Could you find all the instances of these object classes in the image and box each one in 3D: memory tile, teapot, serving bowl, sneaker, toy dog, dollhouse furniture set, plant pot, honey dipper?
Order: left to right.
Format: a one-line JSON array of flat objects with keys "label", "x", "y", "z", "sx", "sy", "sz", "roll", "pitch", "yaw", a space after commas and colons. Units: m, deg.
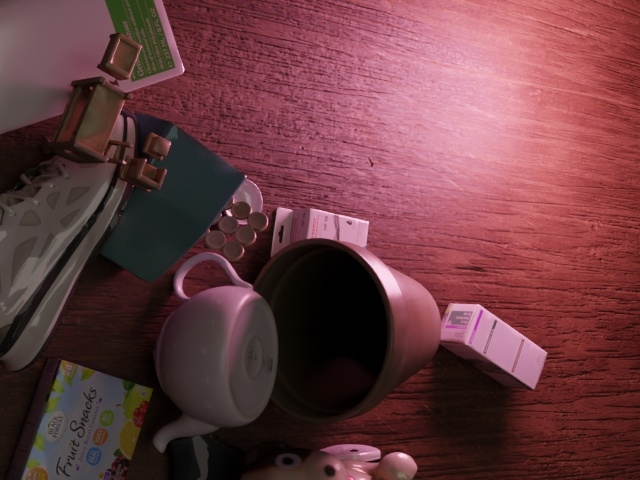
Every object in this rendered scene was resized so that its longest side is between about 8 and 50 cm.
[{"label": "sneaker", "x": -0.459, "y": -0.050, "z": 1.548, "sx": 0.257, "sy": 0.169, "sz": 0.448, "roll": 32, "pitch": 74, "yaw": -32}, {"label": "honey dipper", "x": -0.381, "y": -0.159, "z": 1.702, "sx": 0.160, "sy": 0.030, "sz": 0.031, "roll": -6, "pitch": 92, "yaw": -39}, {"label": "dollhouse furniture set", "x": -0.295, "y": -0.188, "z": 1.544, "sx": 0.161, "sy": 0.101, "sz": 0.182, "roll": 29, "pitch": 74, "yaw": -38}, {"label": "plant pot", "x": -0.275, "y": -0.061, "z": 1.692, "sx": 0.165, "sy": 0.165, "sz": 0.234, "roll": 35, "pitch": 83, "yaw": -32}, {"label": "teapot", "x": -0.195, "y": 0.188, "z": 1.737, "sx": 0.256, "sy": 0.187, "sz": 0.253, "roll": -57, "pitch": 142, "yaw": -53}, {"label": "memory tile", "x": -0.176, "y": -0.034, "z": 1.799, "sx": 0.148, "sy": 0.012, "sz": 0.113, "roll": 30, "pitch": 63, "yaw": 14}, {"label": "sneaker", "x": -0.159, "y": 0.376, "z": 1.807, "sx": 0.222, "sy": 0.083, "sz": 0.118, "roll": -11, "pitch": 94, "yaw": -35}, {"label": "serving bowl", "x": -0.147, "y": -0.070, "z": 1.868, "sx": 0.083, "sy": 0.027, "sz": 0.083, "roll": 1, "pitch": 88, "yaw": -36}, {"label": "sneaker", "x": 0.016, "y": 0.459, "z": 1.942, "sx": 0.216, "sy": 0.079, "sz": 0.121, "roll": -3, "pitch": 95, "yaw": -29}, {"label": "toy dog", "x": 0.015, "y": 0.497, "z": 1.763, "sx": 0.408, "sy": 0.395, "sz": 0.285, "roll": 51, "pitch": 32, "yaw": -38}, {"label": "plant pot", "x": 0.073, "y": 0.159, "z": 1.873, "sx": 0.280, "sy": 0.323, "sz": 0.323, "roll": 3, "pitch": 86, "yaw": -52}]

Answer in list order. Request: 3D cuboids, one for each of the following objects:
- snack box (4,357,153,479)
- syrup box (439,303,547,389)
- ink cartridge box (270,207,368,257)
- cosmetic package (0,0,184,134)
[{"label": "snack box", "x": -0.386, "y": 0.312, "z": 1.653, "sx": 0.174, "sy": 0.070, "sz": 0.207, "roll": 26, "pitch": 72, "yaw": -33}, {"label": "syrup box", "x": 0.364, "y": 0.226, "z": 2.188, "sx": 0.237, "sy": 0.093, "sz": 0.096, "roll": 35, "pitch": 69, "yaw": -30}, {"label": "ink cartridge box", "x": 0.000, "y": 0.000, "z": 1.952, "sx": 0.180, "sy": 0.060, "sz": 0.104, "roll": 12, "pitch": 82, "yaw": -35}, {"label": "cosmetic package", "x": -0.423, "y": -0.292, "z": 1.600, "sx": 0.365, "sy": 0.155, "sz": 0.197, "roll": -28, "pitch": 108, "yaw": -35}]
